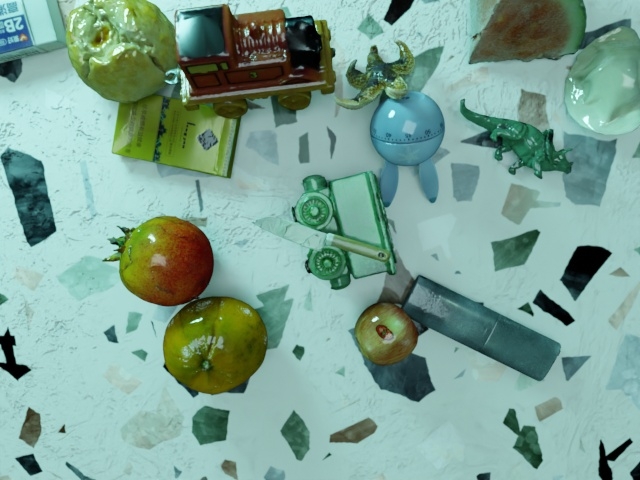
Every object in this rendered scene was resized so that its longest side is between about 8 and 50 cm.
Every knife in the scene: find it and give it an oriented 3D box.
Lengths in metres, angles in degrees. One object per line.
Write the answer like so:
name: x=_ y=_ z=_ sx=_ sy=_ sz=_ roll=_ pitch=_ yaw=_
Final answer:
knife: x=0.000 y=0.001 z=1.021 sx=0.297 sy=0.017 sz=0.047 roll=18 pitch=103 yaw=-1

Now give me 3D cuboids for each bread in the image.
bread: x=-0.430 y=-0.423 z=1.056 sx=0.244 sy=0.134 sz=0.245 roll=0 pitch=84 yaw=3

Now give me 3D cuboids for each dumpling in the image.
dumpling: x=0.619 y=-0.343 z=1.060 sx=0.166 sy=0.126 sz=0.216 roll=-2 pitch=108 yaw=29

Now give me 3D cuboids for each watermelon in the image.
watermelon: x=0.419 y=-0.482 z=1.014 sx=0.310 sy=0.231 sz=0.193 roll=-4 pitch=97 yaw=-43

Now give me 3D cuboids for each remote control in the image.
remote control: x=0.379 y=0.209 z=1.170 sx=0.377 sy=0.044 sz=0.107 roll=26 pitch=102 yaw=-1

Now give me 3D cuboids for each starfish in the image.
starfish: x=0.117 y=-0.337 z=1.028 sx=0.215 sy=0.238 sz=0.071 roll=-34 pitch=124 yaw=-1

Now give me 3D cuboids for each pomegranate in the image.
pomegranate: x=-0.353 y=0.044 z=1.095 sx=0.235 sy=0.210 sz=0.210 roll=20 pitch=98 yaw=-8

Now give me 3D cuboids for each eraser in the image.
eraser: x=-0.694 y=-0.480 z=1.104 sx=0.209 sy=0.068 sz=0.125 roll=-12 pitch=96 yaw=3

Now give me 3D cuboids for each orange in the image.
orange: x=-0.241 y=0.241 z=1.126 sx=0.239 sy=0.171 sz=0.240 roll=-1 pitch=105 yaw=-4

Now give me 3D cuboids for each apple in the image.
apple: x=0.146 y=0.216 z=1.128 sx=0.131 sy=0.146 sz=0.146 roll=-39 pitch=95 yaw=-8

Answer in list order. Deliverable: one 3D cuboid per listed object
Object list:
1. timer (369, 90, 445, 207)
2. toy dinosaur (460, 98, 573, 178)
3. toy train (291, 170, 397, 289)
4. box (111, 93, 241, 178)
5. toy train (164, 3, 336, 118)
timer: x=0.192 y=-0.211 z=1.086 sx=0.175 sy=0.256 sz=0.176 roll=-5 pitch=57 yaw=8
toy dinosaur: x=0.428 y=-0.214 z=1.096 sx=0.291 sy=0.079 sz=0.120 roll=16 pitch=92 yaw=-3
toy train: x=0.049 y=-0.025 z=1.100 sx=0.201 sy=0.145 sz=0.266 roll=-14 pitch=97 yaw=1
box: x=-0.333 y=-0.247 z=1.135 sx=0.278 sy=0.041 sz=0.153 roll=12 pitch=96 yaw=0
toy train: x=-0.151 y=-0.371 z=1.003 sx=0.368 sy=0.231 sz=0.163 roll=-6 pitch=82 yaw=2
